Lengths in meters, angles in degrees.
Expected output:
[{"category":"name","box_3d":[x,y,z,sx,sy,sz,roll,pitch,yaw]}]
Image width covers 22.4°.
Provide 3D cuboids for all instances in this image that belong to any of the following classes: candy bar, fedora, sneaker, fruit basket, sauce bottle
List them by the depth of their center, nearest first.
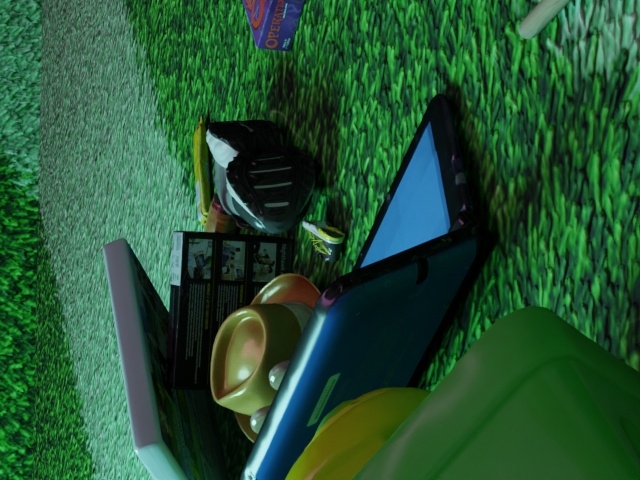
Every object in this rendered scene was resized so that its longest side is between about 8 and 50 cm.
[{"category":"fruit basket","box_3d":[0.061,0.199,1.012,0.392,0.283,0.392,-17,60,31]},{"category":"sneaker","box_3d":[0.000,0.000,1.703,0.083,0.031,0.035,-144,59,-68]},{"category":"fedora","box_3d":[-0.063,0.127,1.724,0.194,0.079,0.194,-12,74,50]},{"category":"sneaker","box_3d":[-0.065,-0.057,1.830,0.271,0.100,0.108,-121,28,-67]},{"category":"sauce bottle","box_3d":[-0.131,-0.004,2.072,0.042,0.042,0.128,-108,26,-47]},{"category":"candy bar","box_3d":[-0.161,-0.095,2.210,0.040,0.018,0.162,122,146,-61]}]

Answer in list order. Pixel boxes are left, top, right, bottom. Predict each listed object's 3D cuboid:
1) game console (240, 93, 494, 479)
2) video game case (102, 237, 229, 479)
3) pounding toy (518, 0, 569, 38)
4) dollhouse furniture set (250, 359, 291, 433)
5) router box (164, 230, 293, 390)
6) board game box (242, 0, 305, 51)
[{"category":"game console","box_3d":[0.023,0.048,1.436,0.173,0.250,0.293,50,141,25]},{"category":"video game case","box_3d":[-0.174,0.206,1.935,0.329,0.036,0.300,-106,-6,-45]},{"category":"pounding toy","box_3d":[0.150,-0.284,1.198,0.183,0.110,0.237,163,110,-70]},{"category":"dollhouse furniture set","box_3d":[-0.045,0.266,1.590,0.242,0.161,0.212,112,154,-43]},{"category":"router box","box_3d":[-0.104,0.081,1.836,0.046,0.133,0.179,-176,90,-71]},{"category":"board game box","box_3d":[-0.064,-0.412,1.943,0.347,0.056,0.208,-107,24,-46]}]
